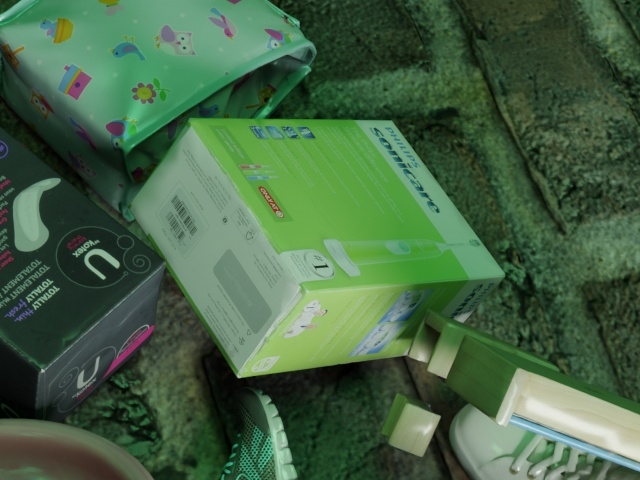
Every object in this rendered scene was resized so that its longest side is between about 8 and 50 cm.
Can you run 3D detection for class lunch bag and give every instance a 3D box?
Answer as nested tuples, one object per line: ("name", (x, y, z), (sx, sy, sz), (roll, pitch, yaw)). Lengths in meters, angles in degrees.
("lunch bag", (-0.164, -0.185, 1.777), (0.223, 0.160, 0.262), (42, 63, 19))

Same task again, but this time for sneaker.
("sneaker", (0.252, 0.216, 1.602), (0.290, 0.123, 0.106), (33, 57, 13))
("sneaker", (-0.063, 0.205, 1.580), (0.076, 0.065, 0.166), (-9, 56, -14))

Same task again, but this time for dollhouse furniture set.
("dollhouse furniture set", (0.155, 0.254, 1.512), (0.198, 0.286, 0.303), (23, 93, -15))

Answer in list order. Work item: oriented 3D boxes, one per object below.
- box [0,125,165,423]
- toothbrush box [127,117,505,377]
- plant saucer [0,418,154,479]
("box", (-0.295, 0.022, 1.606), (0.270, 0.143, 0.165), (38, 58, 15))
("toothbrush box", (0.000, 0.000, 1.634), (0.283, 0.122, 0.206), (-5, 52, -48))
("plant saucer", (-0.281, 0.271, 1.407), (0.332, 0.084, 0.332), (-5, 31, 3))
